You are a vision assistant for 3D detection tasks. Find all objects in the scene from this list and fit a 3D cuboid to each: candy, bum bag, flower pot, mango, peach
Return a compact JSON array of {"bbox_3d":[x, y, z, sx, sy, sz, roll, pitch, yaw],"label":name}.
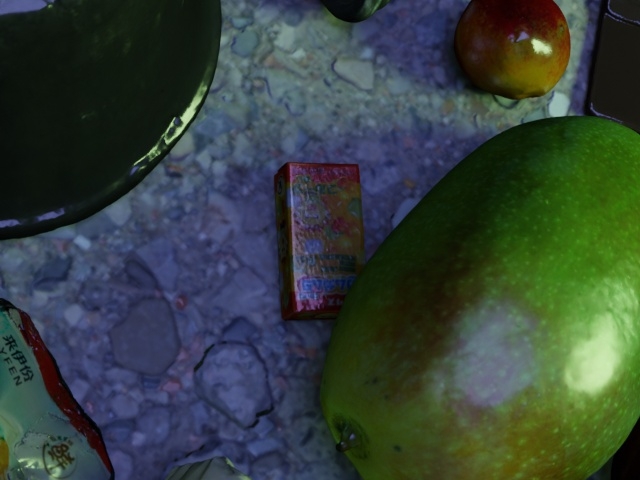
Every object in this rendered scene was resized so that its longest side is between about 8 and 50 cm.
[{"bbox_3d":[0.000,0.000,1.108,0.062,0.038,0.122,1,76,-15],"label":"candy"},{"bbox_3d":[0.290,-0.166,1.238,0.109,0.026,0.159,16,73,-12],"label":"bum bag"},{"bbox_3d":[-0.236,-0.199,0.982,0.379,0.251,0.379,4,77,-16],"label":"flower pot"},{"bbox_3d":[0.155,0.048,1.060,0.225,0.201,0.382,37,57,10],"label":"mango"},{"bbox_3d":[0.159,-0.161,1.160,0.100,0.101,0.101,4,76,-15],"label":"peach"}]

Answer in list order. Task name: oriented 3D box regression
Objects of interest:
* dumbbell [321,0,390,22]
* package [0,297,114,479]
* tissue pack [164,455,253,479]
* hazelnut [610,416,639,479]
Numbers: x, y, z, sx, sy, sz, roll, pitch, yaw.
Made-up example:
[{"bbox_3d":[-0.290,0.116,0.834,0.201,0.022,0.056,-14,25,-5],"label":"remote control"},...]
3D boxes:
[{"bbox_3d":[0.096,-0.248,1.168,0.254,0.110,0.110,-14,81,-25],"label":"dumbbell"},{"bbox_3d":[-0.235,0.132,0.945,0.232,0.040,0.166,-24,84,-58],"label":"package"},{"bbox_3d":[-0.090,0.369,0.901,0.297,0.207,0.380,44,70,-4],"label":"tissue pack"},{"bbox_3d":[0.323,0.206,1.074,0.229,0.229,0.230,4,76,-15],"label":"hazelnut"}]
